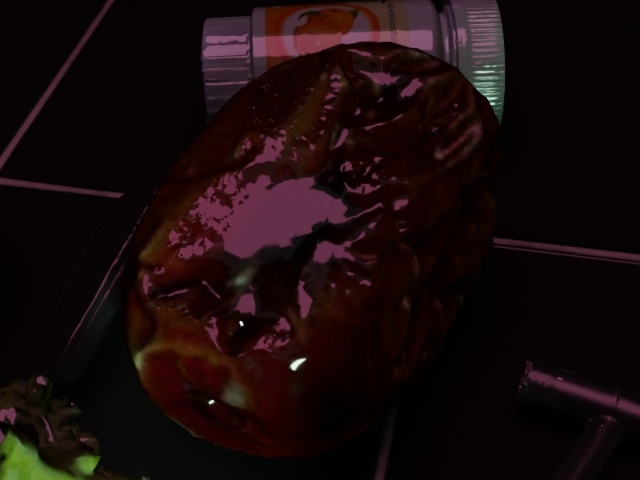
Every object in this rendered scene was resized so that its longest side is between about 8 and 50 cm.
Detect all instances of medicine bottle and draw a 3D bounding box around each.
[{"bbox_3d":[0.032,-0.183,1.152,0.318,0.158,0.158,-4,44,0],"label":"medicine bottle"}]

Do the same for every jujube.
[{"bbox_3d":[-0.001,-0.001,0.897,0.276,0.276,0.377,18,50,21],"label":"jujube"}]

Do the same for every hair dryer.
[{"bbox_3d":[0.221,0.196,0.832,0.173,0.050,0.195,15,51,20],"label":"hair dryer"}]

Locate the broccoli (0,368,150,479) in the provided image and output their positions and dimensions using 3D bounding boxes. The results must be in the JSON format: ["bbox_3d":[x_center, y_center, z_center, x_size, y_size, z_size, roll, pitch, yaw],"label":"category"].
[{"bbox_3d":[-0.220,0.216,0.695,0.288,0.245,0.248,29,62,36],"label":"broccoli"}]

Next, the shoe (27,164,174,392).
[{"bbox_3d":[-0.178,0.045,0.984,0.108,0.093,0.241,-11,47,55],"label":"shoe"}]
